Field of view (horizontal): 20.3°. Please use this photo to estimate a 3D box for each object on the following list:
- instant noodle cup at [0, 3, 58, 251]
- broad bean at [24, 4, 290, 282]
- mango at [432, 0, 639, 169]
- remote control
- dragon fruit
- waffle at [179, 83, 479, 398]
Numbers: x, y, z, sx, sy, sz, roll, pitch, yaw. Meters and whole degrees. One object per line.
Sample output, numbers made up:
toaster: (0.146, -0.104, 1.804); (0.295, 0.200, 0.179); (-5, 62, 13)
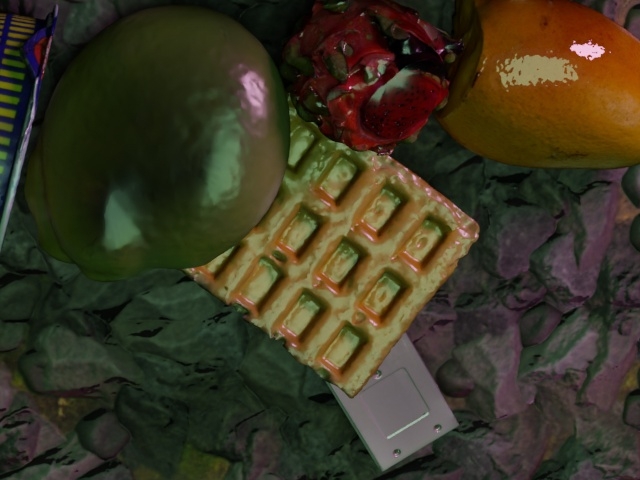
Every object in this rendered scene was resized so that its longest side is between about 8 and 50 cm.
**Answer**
instant noodle cup: (-0.417, -0.112, 1.590); (0.312, 0.284, 0.284); (13, 109, -11)
broad bean: (-0.155, -0.085, 1.712); (0.238, 0.119, 0.291); (36, 100, 6)
mango: (0.252, -0.150, 1.802); (0.257, 0.138, 0.187); (10, 122, -12)
remote control: (0.043, 0.114, 1.906); (0.103, 0.055, 0.277); (-31, 118, -1)
dragon fruit: (0.044, -0.172, 1.710); (0.166, 0.172, 0.160); (-18, 135, -15)
waffle: (0.000, 0.000, 1.793); (0.248, 0.055, 0.221); (37, 92, -3)
